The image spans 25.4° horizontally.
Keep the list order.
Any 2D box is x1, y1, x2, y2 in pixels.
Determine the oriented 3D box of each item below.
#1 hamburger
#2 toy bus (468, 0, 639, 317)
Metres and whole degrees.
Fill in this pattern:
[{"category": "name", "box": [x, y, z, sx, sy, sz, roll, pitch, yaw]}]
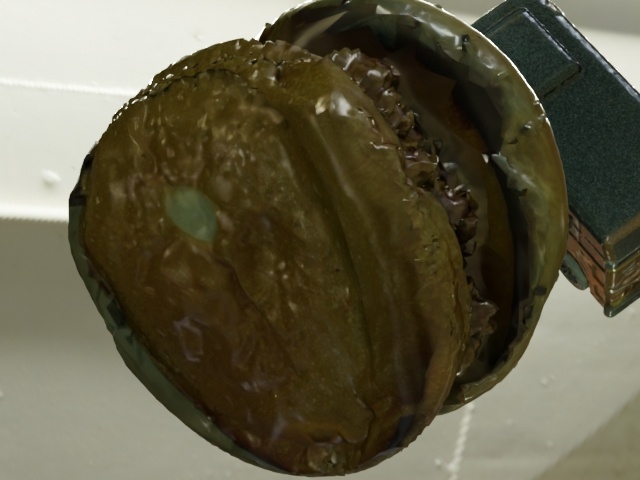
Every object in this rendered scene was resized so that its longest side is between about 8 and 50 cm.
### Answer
[{"category": "hamburger", "box": [0.000, 0.000, 0.534, 0.113, 0.177, 0.186, -38, -31, -47]}, {"category": "toy bus", "box": [0.225, -0.087, 1.302, 0.138, 0.275, 0.167, -35, -26, -6]}]
